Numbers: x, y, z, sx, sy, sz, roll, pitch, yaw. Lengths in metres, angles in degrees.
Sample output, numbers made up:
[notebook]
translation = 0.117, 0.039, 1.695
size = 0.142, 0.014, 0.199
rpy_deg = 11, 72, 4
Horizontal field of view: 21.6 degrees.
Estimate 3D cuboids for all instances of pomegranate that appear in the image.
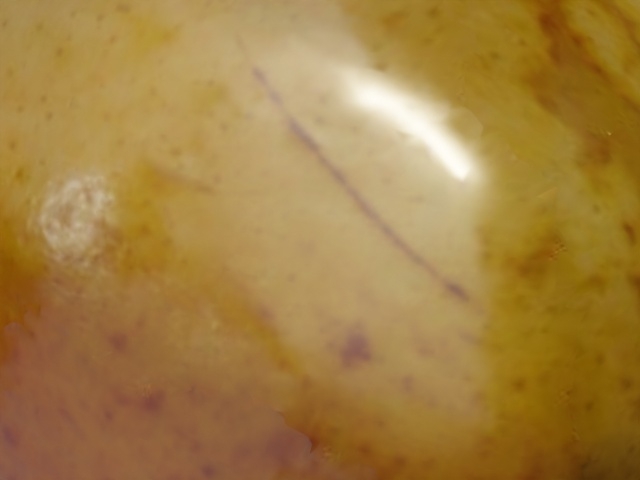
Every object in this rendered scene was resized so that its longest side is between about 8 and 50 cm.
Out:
[pomegranate]
translation = 0.000, 0.000, 0.445
size = 0.264, 0.264, 0.264
rpy_deg = -31, 52, 50
